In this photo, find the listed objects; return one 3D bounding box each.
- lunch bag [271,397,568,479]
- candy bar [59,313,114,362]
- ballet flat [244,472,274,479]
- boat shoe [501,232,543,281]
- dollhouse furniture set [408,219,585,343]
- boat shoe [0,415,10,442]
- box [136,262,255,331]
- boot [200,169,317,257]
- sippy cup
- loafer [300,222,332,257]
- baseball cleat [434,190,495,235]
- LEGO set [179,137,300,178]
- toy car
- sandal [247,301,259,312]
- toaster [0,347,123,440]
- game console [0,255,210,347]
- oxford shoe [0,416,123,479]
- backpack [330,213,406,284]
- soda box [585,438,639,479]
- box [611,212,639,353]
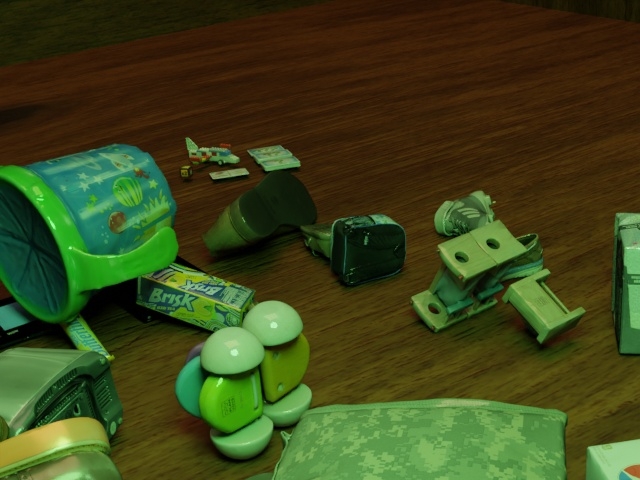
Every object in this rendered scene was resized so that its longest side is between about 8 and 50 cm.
[{"bbox_3d":[0.082,0.266,1.007,0.287,0.169,0.235,6,25,11],"label":"lunch bag"},{"bbox_3d":[-0.342,0.133,1.526,0.040,0.018,0.161,-25,44,-23],"label":"candy bar"},{"bbox_3d":[-0.136,0.313,1.086,0.250,0.058,0.084,-22,25,-27],"label":"ballet flat"},{"bbox_3d":[0.264,0.029,1.661,0.183,0.066,0.066,-15,25,-25],"label":"boat shoe"},{"bbox_3d":[0.241,0.093,1.493,0.129,0.129,0.183,-21,58,-33],"label":"dollhouse furniture set"},{"bbox_3d":[-0.465,0.268,1.122,0.307,0.110,0.104,-27,-25,13],"label":"boat shoe"},{"bbox_3d":[-0.184,0.083,1.561,0.169,0.059,0.054,19,36,14],"label":"box"},{"bbox_3d":[-0.106,-0.043,1.854,0.115,0.112,0.305,-33,-4,27],"label":"boot"},{"bbox_3d":[-0.340,-0.030,1.547,0.224,0.240,0.305,-30,73,-38],"label":"sippy cup"},{"bbox_3d":[0.000,0.000,1.799,0.056,0.050,0.148,-6,7,-10],"label":"loafer"},{"bbox_3d":[0.249,-0.019,1.799,0.109,0.072,0.206,-16,19,12],"label":"baseball cleat"},{"bbox_3d":[-0.182,-0.180,2.240,0.244,0.060,0.182,-10,20,-13],"label":"LEGO set"},{"bbox_3d":[-0.100,0.161,1.292,0.136,0.159,0.182,11,27,34],"label":"toy car"},{"bbox_3d":[-0.087,0.141,1.460,0.049,0.072,0.180,-22,23,-3],"label":"sandal"},{"bbox_3d":[-0.350,0.216,1.247,0.146,0.129,0.227,4,30,27],"label":"toaster"},{"bbox_3d":[-0.364,0.092,1.644,0.361,0.044,0.213,-20,28,-32],"label":"game console"},{"bbox_3d":[-0.363,0.304,1.034,0.364,0.130,0.132,-26,62,-8],"label":"oxford shoe"},{"bbox_3d":[0.073,0.007,1.695,0.114,0.105,0.084,-8,24,-24],"label":"backpack"},{"bbox_3d":[0.333,0.284,1.051,0.074,0.069,0.216,-6,23,-6],"label":"soda box"},{"bbox_3d":[0.525,0.055,1.434,0.247,0.163,0.142,0,22,10],"label":"box"}]
